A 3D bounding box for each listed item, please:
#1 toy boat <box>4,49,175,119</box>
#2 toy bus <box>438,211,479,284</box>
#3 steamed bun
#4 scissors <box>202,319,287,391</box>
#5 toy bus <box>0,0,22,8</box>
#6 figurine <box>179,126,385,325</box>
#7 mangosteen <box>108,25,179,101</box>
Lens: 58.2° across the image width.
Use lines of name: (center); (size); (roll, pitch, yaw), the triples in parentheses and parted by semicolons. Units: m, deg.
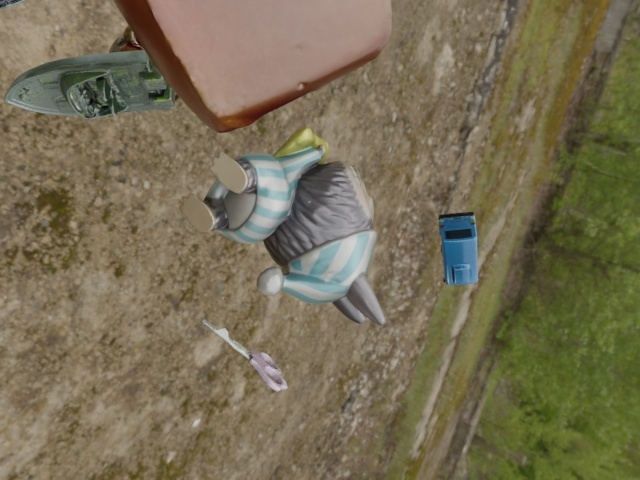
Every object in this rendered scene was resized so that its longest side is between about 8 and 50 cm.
toy boat: (-0.452, -0.292, 1.117); (0.141, 0.320, 0.092); (88, -4, -67)
toy bus: (0.336, 0.026, 1.397); (0.184, 0.090, 0.106); (72, 16, -46)
steamed bun: (-0.092, -0.297, 0.482); (0.235, 0.248, 0.379); (-26, 140, -3)
scissors: (-0.143, 0.211, 1.097); (0.021, 0.110, 0.212); (-43, 114, 4)
toy bus: (-0.640, -0.539, 1.110); (0.079, 0.092, 0.160); (-23, 125, -8)
figurine: (0.000, 0.000, 1.066); (0.266, 0.377, 0.361); (-50, 166, 27)
mangosteen: (-0.435, -0.458, 1.460); (0.211, 0.211, 0.250); (-53, 177, -33)
